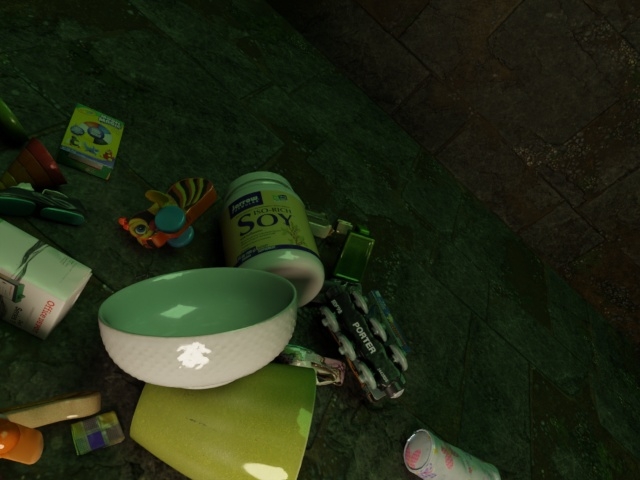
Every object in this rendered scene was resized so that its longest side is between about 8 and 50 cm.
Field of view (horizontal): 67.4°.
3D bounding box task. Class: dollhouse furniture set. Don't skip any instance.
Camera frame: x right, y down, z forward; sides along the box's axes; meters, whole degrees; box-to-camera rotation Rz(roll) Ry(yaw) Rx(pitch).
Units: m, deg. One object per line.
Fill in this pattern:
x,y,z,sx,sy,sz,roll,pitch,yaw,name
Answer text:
0.000,0.000,1.557,0.302,0.151,0.197,17,13,-10,dollhouse furniture set

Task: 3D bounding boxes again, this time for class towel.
-0.404,0.348,0.872,0.083,0.009,0.060,-3,58,-46,towel

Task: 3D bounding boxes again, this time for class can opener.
0.004,0.149,1.440,0.284,0.095,0.075,11,92,-33,can opener

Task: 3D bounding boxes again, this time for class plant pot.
-0.189,0.338,0.908,0.294,0.274,0.274,18,40,-6,plant pot

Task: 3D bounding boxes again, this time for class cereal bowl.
-0.209,0.162,0.864,0.339,0.339,0.141,-22,116,-52,cereal bowl

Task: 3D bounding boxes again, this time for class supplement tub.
-0.138,0.001,1.272,0.241,0.241,0.331,15,41,-35,supplement tub

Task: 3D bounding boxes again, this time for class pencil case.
0.354,0.607,1.284,0.273,0.113,0.124,32,28,-18,pencil case

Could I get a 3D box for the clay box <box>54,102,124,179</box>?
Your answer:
-0.595,-0.270,1.254,0.128,0.053,0.221,21,43,-31,clay box

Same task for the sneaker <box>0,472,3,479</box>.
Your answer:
-0.442,0.406,0.699,0.282,0.106,0.162,13,43,-36,sneaker

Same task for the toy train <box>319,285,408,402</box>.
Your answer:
0.109,0.283,1.305,0.142,0.190,0.333,-28,66,-17,toy train

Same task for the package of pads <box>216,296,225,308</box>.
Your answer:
-0.221,0.135,1.042,0.083,0.050,0.032,52,36,8,package of pads

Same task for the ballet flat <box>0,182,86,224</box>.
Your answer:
-0.614,-0.084,1.039,0.203,0.074,0.074,14,46,-45,ballet flat

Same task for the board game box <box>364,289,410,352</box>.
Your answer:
0.162,0.266,1.408,0.035,0.136,0.201,0,54,-46,board game box

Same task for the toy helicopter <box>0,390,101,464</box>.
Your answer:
-0.479,0.270,0.708,0.355,0.235,0.140,8,74,-60,toy helicopter

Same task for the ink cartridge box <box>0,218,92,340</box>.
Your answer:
-0.556,0.066,0.869,0.220,0.160,0.092,34,38,-15,ink cartridge box

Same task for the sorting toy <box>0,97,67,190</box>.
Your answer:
-0.733,-0.235,1.071,0.126,0.127,0.365,-40,83,-25,sorting toy

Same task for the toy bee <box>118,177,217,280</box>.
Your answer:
-0.392,-0.048,1.150,0.162,0.195,0.298,24,45,12,toy bee

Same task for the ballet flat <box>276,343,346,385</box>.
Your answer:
-0.020,0.326,1.225,0.222,0.077,0.079,25,43,-32,ballet flat
